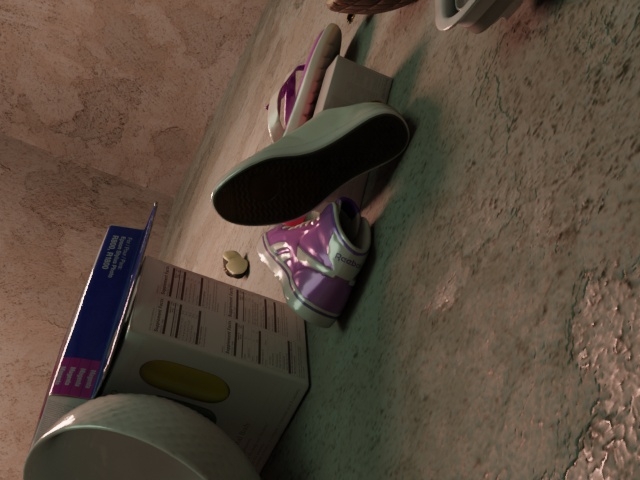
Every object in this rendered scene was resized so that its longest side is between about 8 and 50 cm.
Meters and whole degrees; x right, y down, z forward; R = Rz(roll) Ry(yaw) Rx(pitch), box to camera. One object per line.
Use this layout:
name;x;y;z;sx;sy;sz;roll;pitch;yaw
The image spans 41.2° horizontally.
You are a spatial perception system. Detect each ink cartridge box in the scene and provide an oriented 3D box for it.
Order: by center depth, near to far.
ink cartridge box;-0.350;0.144;1.293;0.324;0.071;0.330;-84;18;-44

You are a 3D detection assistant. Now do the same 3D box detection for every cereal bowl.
cereal bowl;-0.212;0.333;1.129;0.339;0.339;0.141;-58;-2;35

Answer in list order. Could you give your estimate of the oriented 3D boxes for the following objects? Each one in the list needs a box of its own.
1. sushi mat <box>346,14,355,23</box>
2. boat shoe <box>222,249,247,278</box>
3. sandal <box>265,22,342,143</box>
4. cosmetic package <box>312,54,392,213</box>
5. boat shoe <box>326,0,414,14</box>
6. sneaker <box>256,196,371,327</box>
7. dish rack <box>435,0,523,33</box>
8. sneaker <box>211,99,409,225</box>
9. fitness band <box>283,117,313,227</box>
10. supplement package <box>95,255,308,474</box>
sushi mat;0.093;-0.568;1.677;0.151;0.019;0.316;-54;21;41
boat shoe;-0.189;0.061;1.900;0.133;0.049;0.042;-137;40;-66
sandal;-0.065;-0.237;1.652;0.169;0.102;0.416;46;-116;-84
cosmetic package;0.033;-0.156;1.311;0.060;0.099;0.239;141;147;-66
boat shoe;0.120;-0.456;1.299;0.355;0.132;0.130;-20;71;58
sneaker;0.001;0.000;1.238;0.161;0.102;0.282;-62;26;11
dish rack;0.233;-0.397;0.949;0.285;0.072;0.332;-47;26;42
sneaker;-0.018;-0.112;1.212;0.290;0.105;0.123;-23;27;3
fitness band;-0.001;-0.150;1.501;0.290;0.054;0.209;-66;15;8
supplement package;-0.179;0.189;1.272;0.198;0.263;0.199;-97;31;-60
